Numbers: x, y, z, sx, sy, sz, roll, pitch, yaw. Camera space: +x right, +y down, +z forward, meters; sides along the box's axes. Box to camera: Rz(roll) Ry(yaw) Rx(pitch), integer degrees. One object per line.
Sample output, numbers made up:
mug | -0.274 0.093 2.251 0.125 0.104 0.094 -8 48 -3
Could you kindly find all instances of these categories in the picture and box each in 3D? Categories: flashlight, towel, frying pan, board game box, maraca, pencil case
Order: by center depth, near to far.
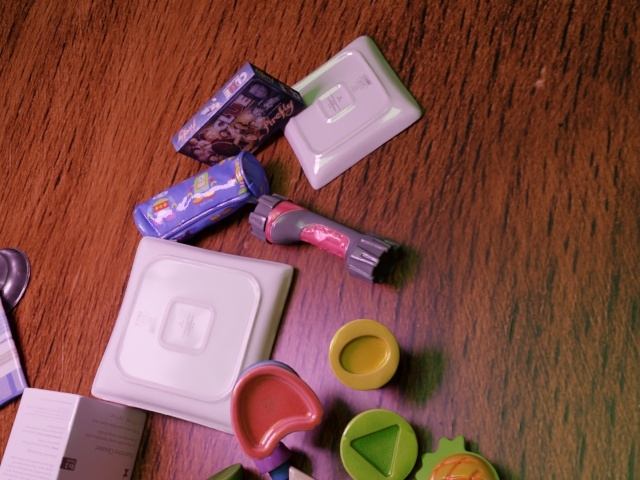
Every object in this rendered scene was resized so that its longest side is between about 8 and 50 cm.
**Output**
maraca | 0.218 0.387 1.204 0.127 0.099 0.185 -40 30 3
flashlight | 0.000 0.000 1.483 0.304 0.103 0.103 26 108 32
board game box | -0.175 -0.253 1.613 0.243 0.165 0.042 -40 56 23
pencil case | -0.258 -0.077 1.634 0.306 0.119 0.133 -26 42 15
towel | -0.802 0.271 1.786 0.209 0.034 0.285 -31 70 11
frying pan | -0.838 0.159 1.876 0.197 0.053 0.326 20 76 33

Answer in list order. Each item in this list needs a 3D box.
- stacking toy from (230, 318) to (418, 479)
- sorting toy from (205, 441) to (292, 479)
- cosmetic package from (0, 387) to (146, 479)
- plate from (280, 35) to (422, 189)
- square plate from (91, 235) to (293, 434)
stacking toy | 0.010 0.305 1.325 0.309 0.130 0.279 -21 87 -6
sorting toy | -0.190 0.500 1.376 0.366 0.127 0.126 -31 87 9
cosmetic package | -0.497 0.495 1.450 0.156 0.217 0.384 0 70 27
plate | 0.039 -0.287 1.622 0.278 0.045 0.277 -34 57 10
square plate | -0.260 0.177 1.511 0.344 0.049 0.347 11 75 13
